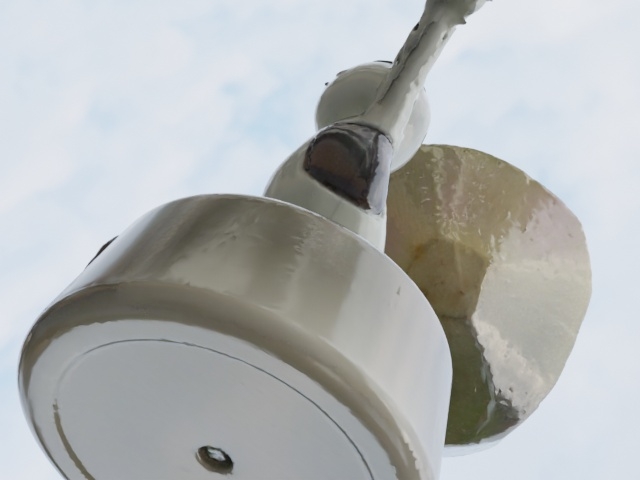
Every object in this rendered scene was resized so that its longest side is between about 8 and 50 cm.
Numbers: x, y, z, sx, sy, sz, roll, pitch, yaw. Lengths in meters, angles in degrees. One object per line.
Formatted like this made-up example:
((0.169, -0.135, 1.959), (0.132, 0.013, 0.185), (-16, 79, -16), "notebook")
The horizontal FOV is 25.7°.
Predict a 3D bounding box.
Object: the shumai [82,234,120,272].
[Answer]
((-0.126, 0.098, 1.193), (0.175, 0.166, 0.206), (39, -73, 41), "shumai")

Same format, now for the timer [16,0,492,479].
((0.000, 0.000, 0.635), (0.175, 0.175, 0.266), (-9, -143, 32), "timer")

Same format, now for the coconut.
((0.083, 0.047, 1.085), (0.259, 0.259, 0.259), (-21, -134, 23), "coconut")
